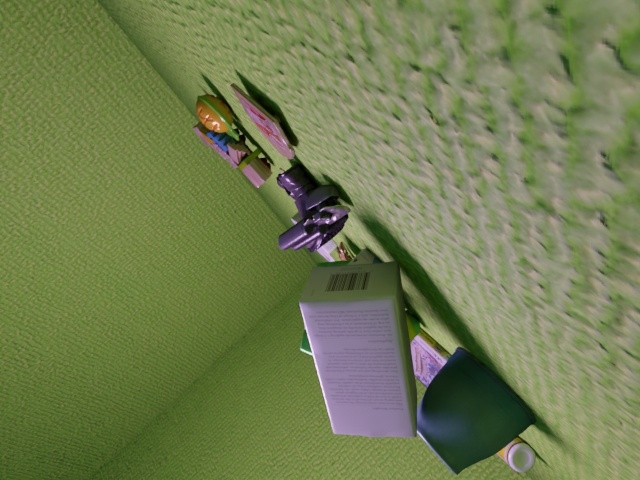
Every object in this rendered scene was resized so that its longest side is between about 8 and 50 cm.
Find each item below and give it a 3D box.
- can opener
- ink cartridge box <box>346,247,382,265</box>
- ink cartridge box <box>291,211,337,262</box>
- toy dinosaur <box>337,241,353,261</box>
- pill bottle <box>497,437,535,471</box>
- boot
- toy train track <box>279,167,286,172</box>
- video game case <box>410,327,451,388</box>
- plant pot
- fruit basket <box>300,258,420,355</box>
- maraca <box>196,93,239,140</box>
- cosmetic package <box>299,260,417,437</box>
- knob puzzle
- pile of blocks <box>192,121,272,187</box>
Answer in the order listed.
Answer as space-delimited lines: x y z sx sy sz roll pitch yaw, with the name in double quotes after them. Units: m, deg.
-0.025 -0.055 1.117 0.283 0.075 0.095 -30 64 56 "can opener"
0.107 0.123 1.294 0.104 0.180 0.060 43 173 38 "ink cartridge box"
0.000 0.000 1.929 0.239 0.060 0.275 49 174 -27 "ink cartridge box"
0.113 0.094 1.681 0.212 0.064 0.112 50 173 -25 "toy dinosaur"
0.718 0.785 1.667 0.103 0.103 0.184 48 175 -2 "pill bottle"
-0.036 -0.097 1.301 0.223 0.118 0.338 50 163 5 "boot"
-0.117 -0.221 1.480 0.083 0.014 0.048 44 174 40 "toy train track"
0.424 0.479 1.623 0.248 0.035 0.275 41 149 48 "video game case"
0.397 0.487 1.231 0.272 0.255 0.272 47 176 5 "plant pot"
0.151 0.261 1.463 0.392 0.392 0.283 46 175 20 "fruit basket"
-0.332 -0.398 1.439 0.127 0.099 0.186 38 172 47 "maraca"
0.115 0.290 1.143 0.162 0.229 0.454 -66 -32 -59 "cosmetic package"
-0.114 -0.265 1.031 0.213 0.030 0.213 47 174 6 "knob puzzle"
-0.297 -0.345 1.585 0.362 0.113 0.149 40 160 10 "pile of blocks"
